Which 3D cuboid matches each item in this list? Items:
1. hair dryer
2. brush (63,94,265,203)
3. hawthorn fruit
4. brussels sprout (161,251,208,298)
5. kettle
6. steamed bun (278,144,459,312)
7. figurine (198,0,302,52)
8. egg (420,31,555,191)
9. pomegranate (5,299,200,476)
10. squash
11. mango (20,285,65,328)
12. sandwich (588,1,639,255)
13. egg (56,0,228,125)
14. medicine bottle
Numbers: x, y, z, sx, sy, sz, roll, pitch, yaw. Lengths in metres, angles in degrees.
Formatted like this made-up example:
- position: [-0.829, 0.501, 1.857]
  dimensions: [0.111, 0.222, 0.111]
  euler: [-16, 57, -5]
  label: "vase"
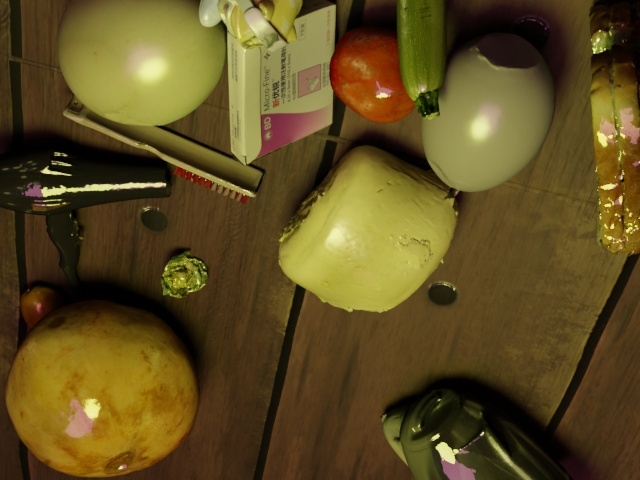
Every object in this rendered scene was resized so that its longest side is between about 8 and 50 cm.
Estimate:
- position: [-0.396, -0.020, 1.810]
  dimensions: [0.304, 0.120, 0.359]
  euler: [0, 140, -4]
  label: "hair dryer"
- position: [-0.245, -0.142, 1.674]
  dimensions: [0.321, 0.060, 0.050]
  euler: [24, 141, -6]
  label: "brush"
- position: [0.076, -0.232, 1.474]
  dimensions: [0.138, 0.133, 0.132]
  euler: [14, 131, 16]
  label: "hawthorn fruit"
- position: [-0.233, 0.061, 1.839]
  dimensions: [0.085, 0.058, 0.085]
  euler: [-2, 103, -10]
  label: "brussels sprout"
- position: [0.251, 0.397, 1.911]
  dimensions: [0.324, 0.228, 0.321]
  euler: [48, 155, -18]
  label: "kettle"
- position: [0.076, -0.001, 1.629]
  dimensions: [0.232, 0.166, 0.273]
  euler: [34, 122, -14]
  label: "steamed bun"
- position: [-0.065, -0.330, 1.331]
  dimensions: [0.208, 0.183, 0.128]
  euler: [-30, 154, 16]
  label: "figurine"
- position: [0.222, -0.168, 1.458]
  dimensions: [0.176, 0.176, 0.232]
  euler: [20, 133, -3]
  label: "egg"
- position: [-0.384, 0.248, 1.884]
  dimensions: [0.338, 0.338, 0.338]
  euler: [7, 130, 8]
  label: "pomegranate"
- position: [0.131, -0.279, 1.391]
  dimensions: [0.066, 0.066, 0.252]
  euler: [-2, 86, 15]
  label: "squash"
- position: [-0.508, 0.130, 1.957]
  dimensions: [0.080, 0.060, 0.114]
  euler: [6, 133, 13]
  label: "mango"
- position: [0.394, -0.156, 1.364]
  dimensions: [0.095, 0.273, 0.249]
  euler: [-3, 126, 16]
  label: "sandwich"
- position: [-0.242, -0.265, 1.462]
  dimensions: [0.269, 0.219, 0.219]
  euler: [10, 140, 51]
  label: "egg"
- position: [-0.056, -0.224, 1.493]
  dimensions: [0.052, 0.171, 0.201]
  euler: [35, 138, 35]
  label: "medicine bottle"
